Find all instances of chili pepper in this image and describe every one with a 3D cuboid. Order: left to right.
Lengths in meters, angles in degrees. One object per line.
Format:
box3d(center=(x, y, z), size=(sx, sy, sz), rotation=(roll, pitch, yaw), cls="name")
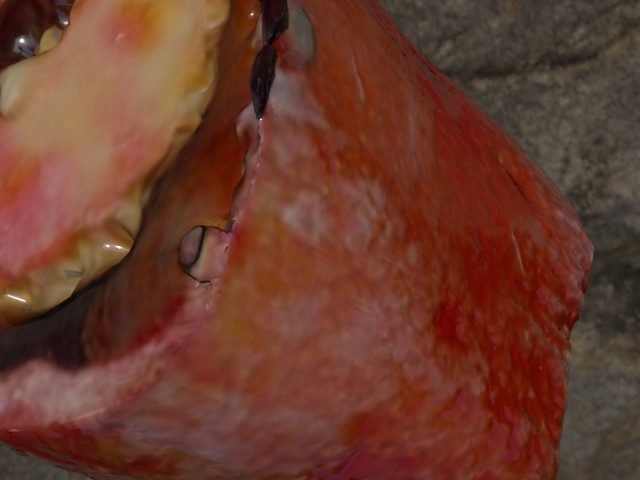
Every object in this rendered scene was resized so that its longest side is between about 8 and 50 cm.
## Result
box3d(center=(0.000, 0.000, 0.523), size=(0.305, 0.251, 0.229), rotation=(28, 114, -36), cls="chili pepper")
